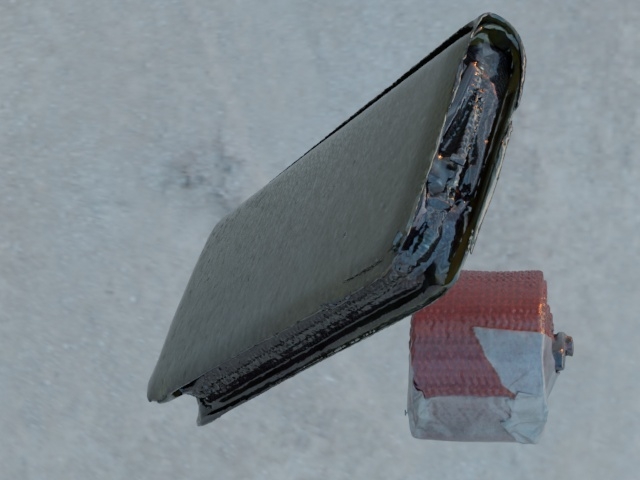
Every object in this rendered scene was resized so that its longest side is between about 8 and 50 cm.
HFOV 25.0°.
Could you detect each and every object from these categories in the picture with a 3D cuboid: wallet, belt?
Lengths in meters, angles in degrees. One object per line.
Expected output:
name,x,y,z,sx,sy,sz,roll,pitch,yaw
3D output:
wallet,0.000,0.000,0.542,0.031,0.198,0.110,31,57,-17
belt,0.135,0.086,1.123,0.124,0.201,0.128,1,97,9
